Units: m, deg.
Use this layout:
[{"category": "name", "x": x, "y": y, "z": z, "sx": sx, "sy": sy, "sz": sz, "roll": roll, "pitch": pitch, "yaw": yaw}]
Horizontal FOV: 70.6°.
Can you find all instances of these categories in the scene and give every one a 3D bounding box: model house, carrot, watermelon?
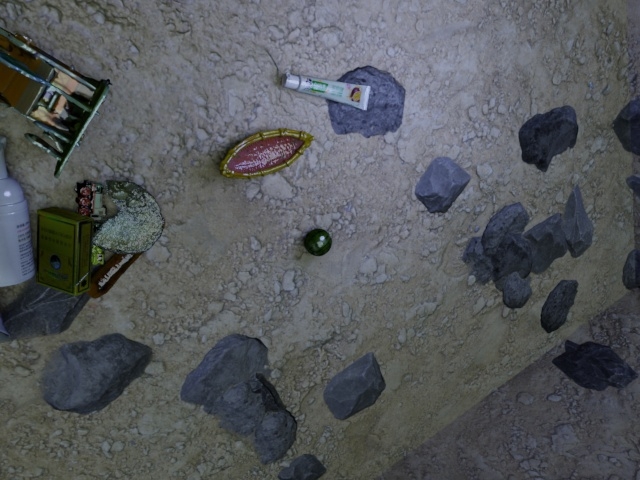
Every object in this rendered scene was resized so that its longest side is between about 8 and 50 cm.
[{"category": "model house", "x": -0.667, "y": -0.330, "z": 1.004, "sx": 0.313, "sy": 0.358, "sz": 0.242, "roll": 27, "pitch": 99, "yaw": -33}, {"category": "carrot", "x": -0.581, "y": 0.047, "z": 1.366, "sx": 0.314, "sy": 0.066, "sz": 0.066, "roll": -45, "pitch": 121, "yaw": -3}, {"category": "watermelon", "x": -0.004, "y": 0.004, "z": 1.597, "sx": 0.109, "sy": 0.109, "sz": 0.109, "roll": -9, "pitch": 113, "yaw": -22}]

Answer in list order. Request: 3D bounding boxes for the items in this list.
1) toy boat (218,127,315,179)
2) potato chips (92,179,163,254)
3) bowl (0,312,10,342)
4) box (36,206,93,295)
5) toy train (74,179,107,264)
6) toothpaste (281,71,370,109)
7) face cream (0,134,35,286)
[{"category": "toy boat", "x": -0.172, "y": -0.271, "z": 1.414, "sx": 0.318, "sy": 0.099, "sz": 0.141, "roll": -24, "pitch": 122, "yaw": -18}, {"category": "potato chips", "x": -0.558, "y": -0.065, "z": 1.305, "sx": 0.202, "sy": 0.029, "sz": 0.219, "roll": 0, "pitch": 106, "yaw": -27}, {"category": "bowl", "x": -0.976, "y": 0.172, "z": 1.144, "sx": 0.346, "sy": 0.345, "sz": 0.157, "roll": 7, "pitch": 65, "yaw": -27}, {"category": "box", "x": -0.712, "y": 0.030, "z": 1.258, "sx": 0.141, "sy": 0.064, "sz": 0.220, "roll": 16, "pitch": 109, "yaw": 12}, {"category": "toy train", "x": -0.660, "y": -0.050, "z": 1.299, "sx": 0.085, "sy": 0.053, "sz": 0.249, "roll": -3, "pitch": 109, "yaw": -33}, {"category": "toothpaste", "x": 0.025, "y": -0.483, "z": 1.451, "sx": 0.314, "sy": 0.056, "sz": 0.058, "roll": 1, "pitch": 149, "yaw": -29}, {"category": "face cream", "x": -0.831, "y": -0.076, "z": 1.153, "sx": 0.145, "sy": 0.145, "sz": 0.369, "roll": -4, "pitch": 111, "yaw": -24}]
